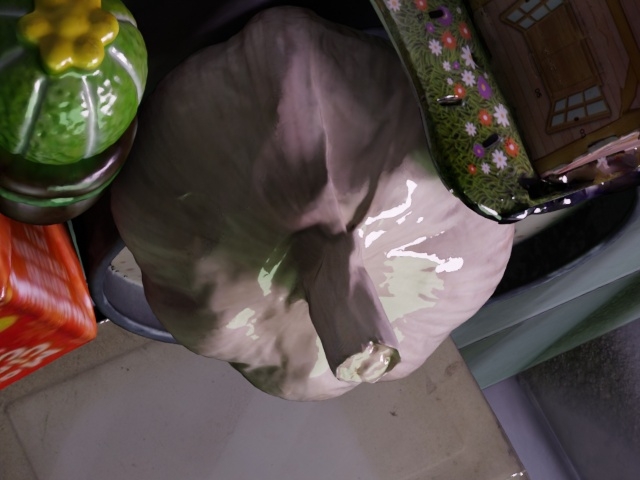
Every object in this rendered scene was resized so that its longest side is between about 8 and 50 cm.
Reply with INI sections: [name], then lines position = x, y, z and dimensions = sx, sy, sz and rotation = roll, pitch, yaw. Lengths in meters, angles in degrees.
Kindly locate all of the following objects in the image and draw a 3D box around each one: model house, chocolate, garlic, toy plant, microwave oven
[model house]
position = 0.177, -0.145, 0.955
dimensions = 0.294, 0.207, 0.154
rotation = -18, 174, -42
[chocolate]
position = -0.259, 0.048, 1.078
dimensions = 0.237, 0.108, 0.235
rotation = -30, 169, 1
[garlic]
position = 0.000, 0.000, 0.951
dimensions = 0.218, 0.218, 0.212
rotation = -31, -156, 10
[toy plant]
position = -0.130, -0.071, 0.909
dimensions = 0.093, 0.093, 0.162
rotation = -23, 166, -22
[microwave oven]
position = -0.074, 0.207, 1.565
dimensions = 0.394, 0.333, 0.247
rotation = -23, 163, -17

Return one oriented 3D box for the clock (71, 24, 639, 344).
[clock]
position = 0.028, -0.024, 1.226
dimensions = 0.386, 0.076, 0.386
rotation = -10, 160, -4
